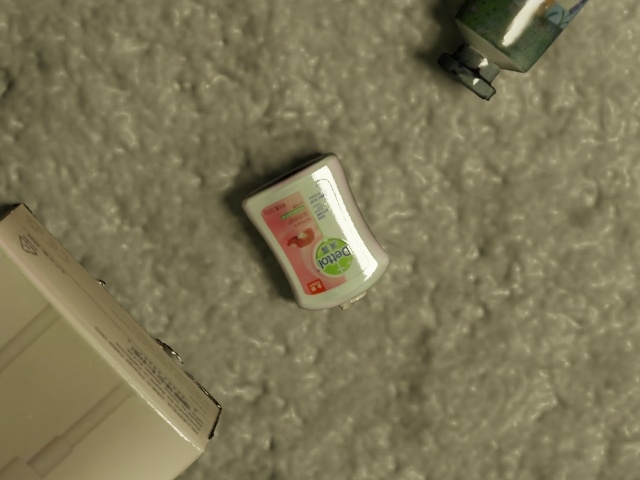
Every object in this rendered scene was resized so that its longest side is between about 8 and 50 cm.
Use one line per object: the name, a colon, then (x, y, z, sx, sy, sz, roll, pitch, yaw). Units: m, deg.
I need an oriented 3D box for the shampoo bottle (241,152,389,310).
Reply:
shampoo bottle: (0.000, 0.000, 1.223, 0.072, 0.043, 0.099, -26, 98, 8)

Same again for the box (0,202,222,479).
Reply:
box: (-0.226, 0.133, 1.236, 0.251, 0.106, 0.203, -41, 98, 11)

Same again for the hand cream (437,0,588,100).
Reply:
hand cream: (0.170, -0.210, 1.168, 0.091, 0.058, 0.271, 37, 96, -7)
